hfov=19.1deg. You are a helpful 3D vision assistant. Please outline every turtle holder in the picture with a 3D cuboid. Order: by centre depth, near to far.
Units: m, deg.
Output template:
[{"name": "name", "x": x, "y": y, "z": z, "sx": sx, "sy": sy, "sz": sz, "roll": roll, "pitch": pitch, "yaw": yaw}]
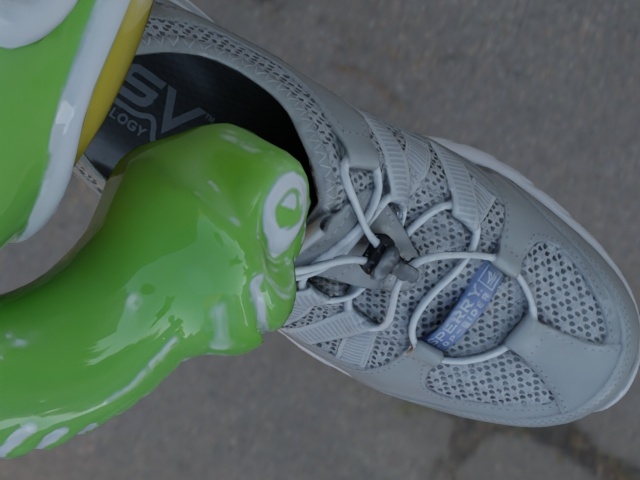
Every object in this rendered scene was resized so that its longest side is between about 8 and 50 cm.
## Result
[{"name": "turtle holder", "x": -0.136, "y": -0.083, "z": 0.521, "sx": 0.320, "sy": 0.227, "sz": 0.243, "roll": 39, "pitch": 159, "yaw": 4}]

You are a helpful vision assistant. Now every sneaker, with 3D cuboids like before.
[{"name": "sneaker", "x": 0.000, "y": 0.000, "z": 0.694, "sx": 0.281, "sy": 0.115, "sz": 0.105, "roll": 27, "pitch": 101, "yaw": -15}]
